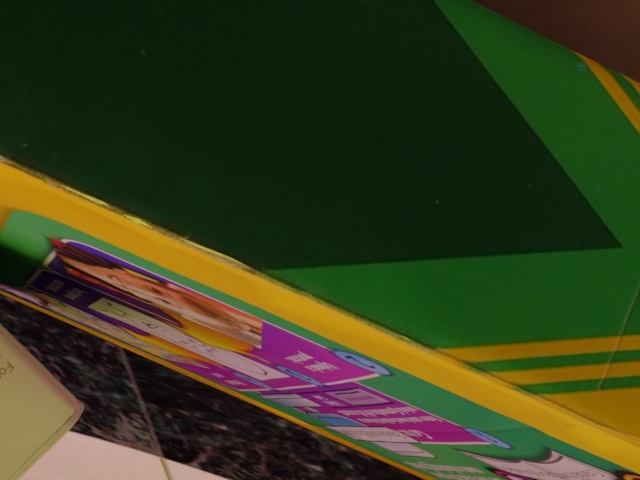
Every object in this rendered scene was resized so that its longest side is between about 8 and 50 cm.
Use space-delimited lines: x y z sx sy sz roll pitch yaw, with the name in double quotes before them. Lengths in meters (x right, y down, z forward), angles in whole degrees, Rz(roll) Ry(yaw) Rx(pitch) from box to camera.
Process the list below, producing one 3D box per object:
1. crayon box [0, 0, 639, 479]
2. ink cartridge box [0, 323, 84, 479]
"crayon box" 0.000 0.000 0.686 0.313 0.106 0.363 24 170 -10
"ink cartridge box" -0.201 0.005 0.638 0.219 0.092 0.160 47 167 -17
